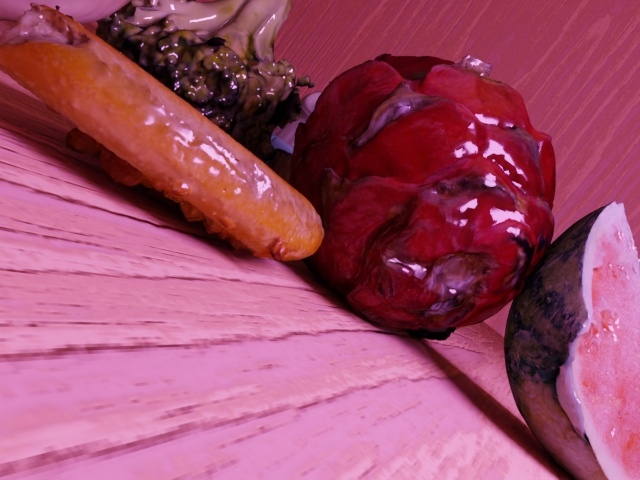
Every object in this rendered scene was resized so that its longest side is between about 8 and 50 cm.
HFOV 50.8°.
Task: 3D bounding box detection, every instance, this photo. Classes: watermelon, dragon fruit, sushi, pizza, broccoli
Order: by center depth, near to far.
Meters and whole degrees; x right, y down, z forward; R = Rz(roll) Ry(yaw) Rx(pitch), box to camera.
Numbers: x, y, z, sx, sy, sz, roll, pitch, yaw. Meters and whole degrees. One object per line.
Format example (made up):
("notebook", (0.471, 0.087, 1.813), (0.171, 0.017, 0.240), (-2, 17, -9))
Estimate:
("pizza", (-0.126, -0.074, 0.566), (0.226, 0.086, 0.335), (35, 1, 44))
("watermelon", (0.293, 0.118, 0.745), (0.224, 0.180, 0.305), (42, 37, -87))
("dragon fruit", (0.113, -0.053, 0.776), (0.329, 0.329, 0.329), (37, 5, -4))
("sushi", (0.148, 0.088, 0.926), (0.098, 0.094, 0.084), (22, -3, 16))
("broccoli", (-0.147, -0.260, 0.994), (0.293, 0.281, 0.348), (35, 2, 1))

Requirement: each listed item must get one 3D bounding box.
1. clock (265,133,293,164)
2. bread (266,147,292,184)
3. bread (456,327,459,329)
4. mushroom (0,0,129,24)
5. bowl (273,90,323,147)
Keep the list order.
("clock", (-0.037, -0.097, 1.165), (0.274, 0.094, 0.223), (38, 2, 6))
("bread", (-0.034, -0.064, 0.993), (0.110, 0.103, 0.156), (29, 15, -27))
("bread", (0.276, 0.133, 1.425), (0.083, 0.094, 0.157), (35, -5, 31))
("mushroom", (-0.364, -0.355, 0.725), (0.362, 0.294, 0.362), (25, 37, -20))
("bowl", (0.022, -0.202, 1.375), (0.337, 0.157, 0.337), (7, 38, -6))
